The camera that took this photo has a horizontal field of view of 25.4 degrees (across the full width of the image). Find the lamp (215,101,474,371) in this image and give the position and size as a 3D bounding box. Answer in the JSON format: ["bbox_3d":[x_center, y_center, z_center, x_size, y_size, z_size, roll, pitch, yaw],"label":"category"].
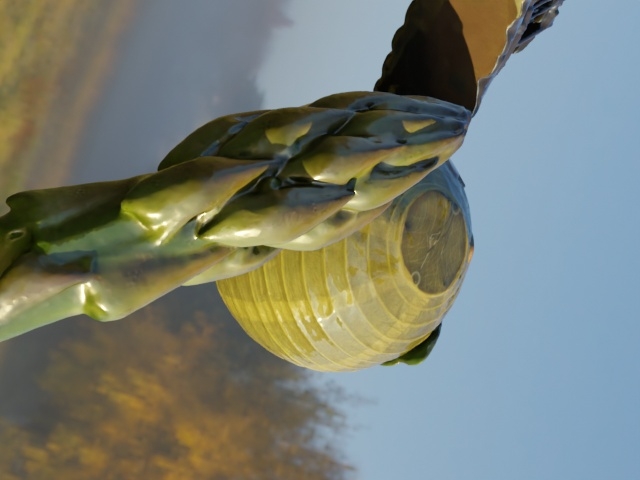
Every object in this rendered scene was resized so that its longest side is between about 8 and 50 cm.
[{"bbox_3d":[0.000,0.000,1.311,0.284,0.250,0.250,0,-112,42],"label":"lamp"}]

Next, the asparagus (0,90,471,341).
[{"bbox_3d":[-0.054,-0.015,0.652,0.080,0.287,0.080,161,-90,-73],"label":"asparagus"}]

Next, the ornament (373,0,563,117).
[{"bbox_3d":[0.191,-0.233,1.382,0.260,0.106,0.251,-32,156,-48],"label":"ornament"}]
